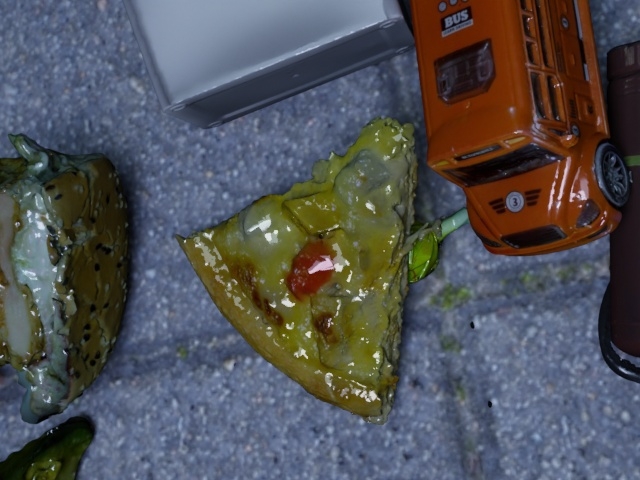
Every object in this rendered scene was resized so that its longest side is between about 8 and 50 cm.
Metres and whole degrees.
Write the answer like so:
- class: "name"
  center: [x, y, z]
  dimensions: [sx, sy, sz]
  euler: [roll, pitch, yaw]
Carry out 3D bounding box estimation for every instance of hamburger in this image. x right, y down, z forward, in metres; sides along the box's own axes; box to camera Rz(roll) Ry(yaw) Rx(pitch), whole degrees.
- class: "hamburger"
  center: [-0.287, 0.026, 1.086]
  dimensions: [0.167, 0.192, 0.288]
  euler: [9, 114, 18]

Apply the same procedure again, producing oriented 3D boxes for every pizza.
- class: "pizza"
  center: [0.000, 0.000, 1.032]
  dimensions: [0.280, 0.075, 0.288]
  euler: [34, 117, 17]

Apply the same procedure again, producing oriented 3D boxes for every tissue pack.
- class: "tissue pack"
  center: [-0.046, -0.219, 1.053]
  dimensions: [0.246, 0.159, 0.136]
  euler: [-19, 85, 9]

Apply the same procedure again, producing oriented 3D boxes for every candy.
- class: "candy"
  center: [0.141, -0.026, 1.063]
  dimensions: [0.194, 0.058, 0.062]
  euler: [-34, 93, 0]

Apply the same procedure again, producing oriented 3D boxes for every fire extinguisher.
- class: "fire extinguisher"
  center: [0.326, -0.007, 0.991]
  dimensions: [0.141, 0.105, 0.341]
  euler: [0, 84, 4]

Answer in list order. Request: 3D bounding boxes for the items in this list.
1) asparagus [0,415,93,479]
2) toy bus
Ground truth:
- class: "asparagus"
  center: [-0.384, 0.327, 1.118]
  dimensions: [0.382, 0.128, 0.108]
  euler: [-35, 117, 7]
- class: "toy bus"
  center: [0.167, -0.153, 0.971]
  dimensions: [0.143, 0.153, 0.329]
  euler: [-15, 77, 42]
